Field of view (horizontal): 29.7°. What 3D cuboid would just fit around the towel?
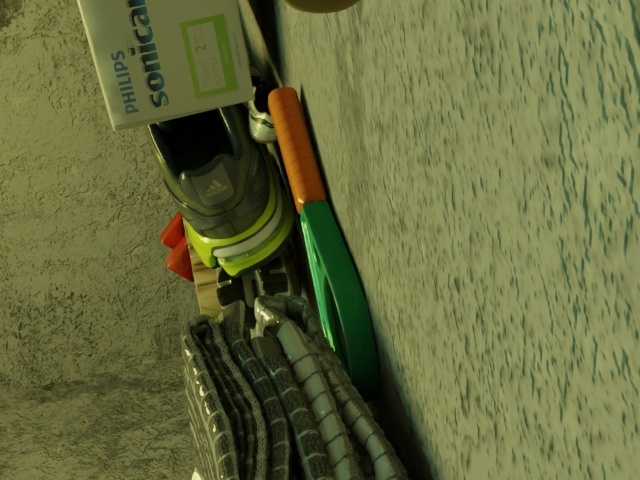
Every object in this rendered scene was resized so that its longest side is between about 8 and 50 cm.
[{"bbox_3d":[-0.016,0.199,0.752,0.283,0.121,0.235,-121,23,-48],"label":"towel"}]

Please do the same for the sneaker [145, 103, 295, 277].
[{"bbox_3d":[-0.105,-0.113,1.053,0.300,0.111,0.121,63,178,40],"label":"sneaker"}]

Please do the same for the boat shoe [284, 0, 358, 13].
[{"bbox_3d":[-0.001,-0.175,0.472,0.059,0.063,0.170,-125,35,-77],"label":"boat shoe"}]

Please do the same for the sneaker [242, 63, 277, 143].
[{"bbox_3d":[-0.048,-0.120,0.994,0.037,0.032,0.083,111,145,-49],"label":"sneaker"}]

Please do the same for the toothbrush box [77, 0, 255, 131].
[{"bbox_3d":[-0.149,-0.256,0.984,0.283,0.122,0.206,-109,8,-51],"label":"toothbrush box"}]

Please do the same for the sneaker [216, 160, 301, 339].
[{"bbox_3d":[-0.059,0.014,1.082,0.094,0.081,0.208,63,-165,-50],"label":"sneaker"}]

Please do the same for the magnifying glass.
[{"bbox_3d":[0.000,0.000,0.821,0.092,0.026,0.231,97,161,-66],"label":"magnifying glass"}]

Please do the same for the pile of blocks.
[{"bbox_3d":[-0.130,0.042,1.480,0.149,0.113,0.362,139,120,-81],"label":"pile of blocks"}]
